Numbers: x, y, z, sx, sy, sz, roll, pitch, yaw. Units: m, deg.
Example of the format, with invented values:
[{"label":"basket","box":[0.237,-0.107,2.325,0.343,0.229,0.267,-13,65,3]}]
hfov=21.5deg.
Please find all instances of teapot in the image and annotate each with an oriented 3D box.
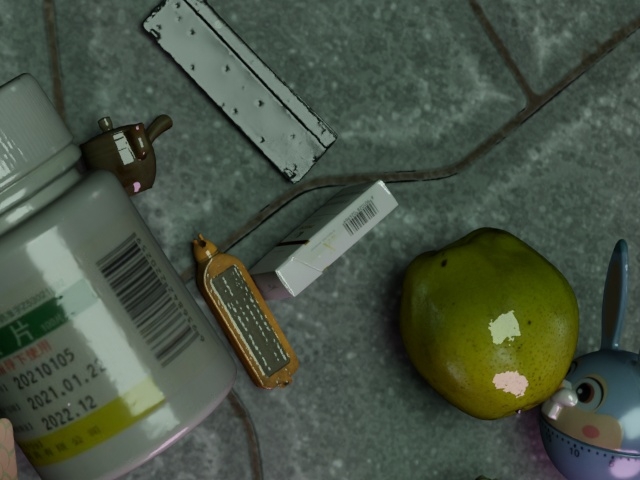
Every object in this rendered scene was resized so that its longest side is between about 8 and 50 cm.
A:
[{"label":"teapot","box":[-0.175,-0.090,1.641,0.110,0.085,0.080,-28,100,-45]}]

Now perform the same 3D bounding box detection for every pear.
[{"label":"pear","box":[0.177,0.085,1.738,0.198,0.198,0.198,2,85,-26]}]

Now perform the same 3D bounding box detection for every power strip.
[{"label":"power strip","box":[-0.081,0.071,1.697,0.049,0.028,0.178,-34,101,-24]}]

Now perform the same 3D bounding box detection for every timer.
[{"label":"timer","box":[0.303,0.152,1.789,0.175,0.175,0.255,-27,118,-25]}]

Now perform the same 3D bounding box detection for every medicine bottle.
[{"label":"medicine bottle","box":[-0.246,0.037,1.519,0.208,0.208,0.340,-37,102,-24]}]

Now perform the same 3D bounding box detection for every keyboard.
[{"label":"keyboard","box":[-0.083,-0.160,1.720,0.231,0.023,0.072,45,76,-16]}]

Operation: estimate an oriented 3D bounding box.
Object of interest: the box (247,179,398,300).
[{"label":"box","box":[0.000,0.000,1.712,0.154,0.084,0.040,-42,106,-23]}]

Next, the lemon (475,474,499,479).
[{"label":"lemon","box":[0.195,0.365,1.726,0.184,0.184,0.248,-5,87,-27]}]

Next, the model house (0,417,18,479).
[{"label":"model house","box":[-0.408,0.215,1.408,0.326,0.244,0.169,-4,90,-25]}]
